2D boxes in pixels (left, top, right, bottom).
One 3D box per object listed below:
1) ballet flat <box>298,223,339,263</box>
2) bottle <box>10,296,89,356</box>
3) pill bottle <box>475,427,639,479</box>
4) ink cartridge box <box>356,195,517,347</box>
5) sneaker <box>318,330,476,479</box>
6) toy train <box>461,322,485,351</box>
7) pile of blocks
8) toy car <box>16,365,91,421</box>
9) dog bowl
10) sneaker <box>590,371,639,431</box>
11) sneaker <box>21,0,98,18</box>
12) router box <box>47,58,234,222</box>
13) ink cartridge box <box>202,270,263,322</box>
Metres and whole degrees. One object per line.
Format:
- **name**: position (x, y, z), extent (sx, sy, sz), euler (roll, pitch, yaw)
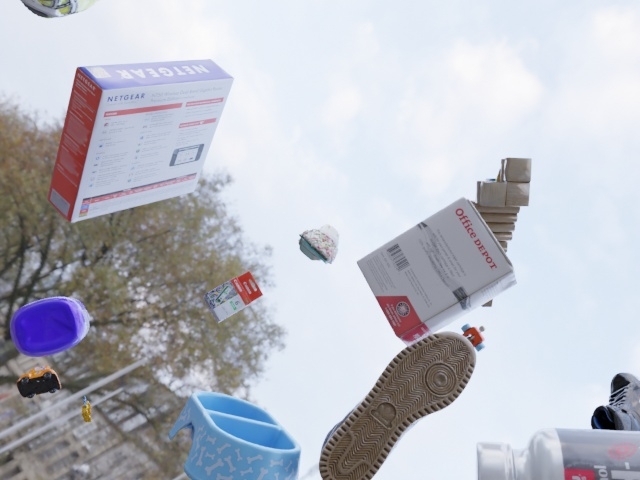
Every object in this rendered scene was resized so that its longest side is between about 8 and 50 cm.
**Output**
- **ballet flat**: position (0.000, 0.000, 1.497), extent (0.091, 0.077, 0.241), euler (44, -5, -8)
- **bottle**: position (-0.477, 0.151, 1.277), extent (0.283, 0.118, 0.092), euler (162, -87, -73)
- **pill bottle**: position (0.369, 0.341, 0.947), extent (0.318, 0.176, 0.176), euler (-1, -60, 11)
- **ink cartridge box**: position (0.122, 0.034, 0.746), extent (0.099, 0.135, 0.056), euler (63, 8, 28)
- **sneaker**: position (0.102, 0.248, 1.026), extent (0.099, 0.282, 0.153), euler (44, -17, 13)
- **toy train**: position (0.252, 0.171, 1.419), extent (0.125, 0.046, 0.166), euler (-46, -117, 18)
- **pile of blocks**: position (0.288, -0.024, 1.344), extent (0.149, 0.112, 0.362), euler (-94, -172, -47)
- **toy car**: position (-0.393, 0.228, 1.055), extent (0.122, 0.060, 0.040), euler (63, 1, -35)
- **dog bowl**: position (-0.125, 0.298, 1.058), extent (0.297, 0.165, 0.074), euler (10, -98, 69)
- **sneaker**: position (0.543, 0.305, 1.293), extent (0.121, 0.217, 0.079), euler (29, -55, -15)
- **sneaker**: position (-0.436, -0.450, 1.180), extent (0.147, 0.385, 0.145), euler (0, -76, 13)
- **router box**: position (-0.357, -0.208, 1.440), extent (0.082, 0.335, 0.301), euler (41, -56, 21)
- **ink cartridge box**: position (-0.173, 0.111, 1.440), extent (0.063, 0.115, 0.029), euler (59, -25, 3)
